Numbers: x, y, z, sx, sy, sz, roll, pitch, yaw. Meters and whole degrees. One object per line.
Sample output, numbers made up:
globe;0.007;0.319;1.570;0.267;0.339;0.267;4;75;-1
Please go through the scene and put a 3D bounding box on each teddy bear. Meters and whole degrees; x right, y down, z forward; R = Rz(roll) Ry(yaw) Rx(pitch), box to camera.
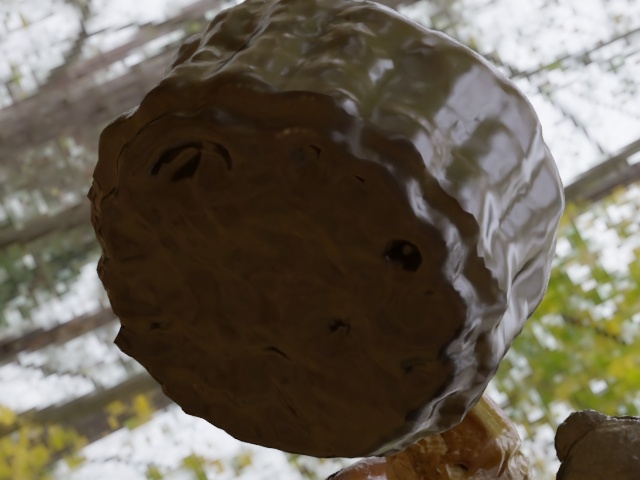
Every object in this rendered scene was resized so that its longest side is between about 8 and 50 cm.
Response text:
teddy bear;0.363;0.243;1.800;0.267;0.151;0.236;-17;-99;31

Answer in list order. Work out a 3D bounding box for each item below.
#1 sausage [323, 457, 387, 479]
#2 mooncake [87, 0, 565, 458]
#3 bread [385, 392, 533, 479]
sausage;0.111;0.310;2.374;0.102;0.330;0.102;5;-82;39
mooncake;0.000;-0.002;1.300;0.324;0.187;0.324;13;-54;18
bread;0.153;0.273;1.992;0.167;0.132;0.294;51;-16;44
